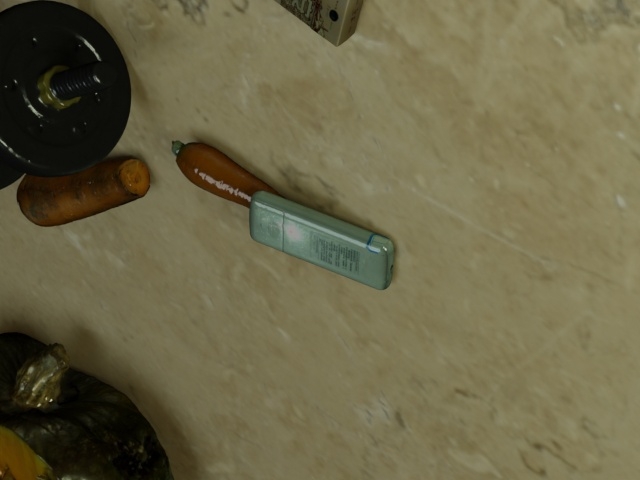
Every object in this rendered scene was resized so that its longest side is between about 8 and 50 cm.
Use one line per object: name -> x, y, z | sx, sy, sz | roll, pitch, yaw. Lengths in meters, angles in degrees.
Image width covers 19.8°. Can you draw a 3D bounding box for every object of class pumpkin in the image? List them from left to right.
pumpkin -> -0.290, 0.199, 1.854 | 0.317, 0.139, 0.222 | 31, 131, 39

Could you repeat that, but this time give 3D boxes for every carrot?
carrot -> -0.209, -0.045, 1.623 | 0.161, 0.055, 0.055 | -8, 117, 45
carrot -> -0.064, -0.042, 1.470 | 0.142, 0.035, 0.035 | 31, 143, 19

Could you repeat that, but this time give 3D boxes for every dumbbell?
dumbbell -> -0.261, -0.115, 1.525 | 0.325, 0.143, 0.143 | -8, 116, 53

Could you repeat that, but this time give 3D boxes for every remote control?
remote control -> 0.000, 0.000, 1.427 | 0.124, 0.018, 0.053 | 20, 139, 19

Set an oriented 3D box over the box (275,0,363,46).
box -> -0.008, -0.179, 1.272 | 0.083, 0.024, 0.053 | 39, 146, 19
